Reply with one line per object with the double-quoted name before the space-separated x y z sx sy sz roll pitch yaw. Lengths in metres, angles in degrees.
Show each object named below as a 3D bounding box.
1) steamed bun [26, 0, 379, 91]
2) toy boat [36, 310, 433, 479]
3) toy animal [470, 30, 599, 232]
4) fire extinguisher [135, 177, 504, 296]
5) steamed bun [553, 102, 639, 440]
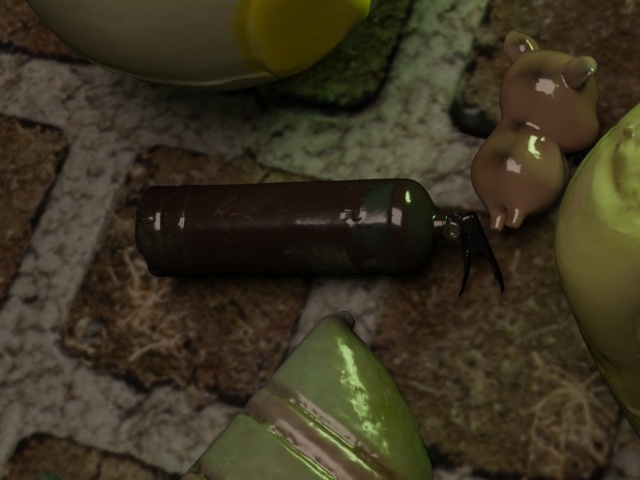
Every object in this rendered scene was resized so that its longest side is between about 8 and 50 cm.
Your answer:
"steamed bun" -0.076 -0.294 1.016 0.334 0.334 0.374 15 78 23
"toy boat" -0.038 0.217 0.900 0.293 0.111 0.276 -30 68 -8
"toy animal" 0.154 -0.075 0.972 0.083 0.089 0.150 14 81 19
"fire extinguisher" 0.000 0.000 1.001 0.267 0.072 0.089 -1 102 17
"steamed bun" 0.270 0.005 0.829 0.273 0.232 0.166 -36 37 4
